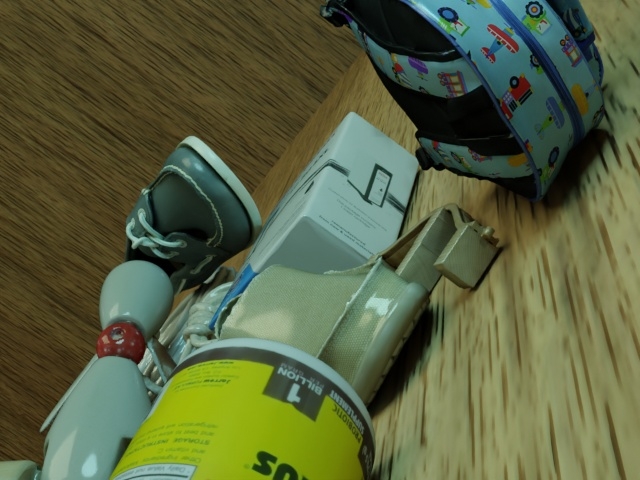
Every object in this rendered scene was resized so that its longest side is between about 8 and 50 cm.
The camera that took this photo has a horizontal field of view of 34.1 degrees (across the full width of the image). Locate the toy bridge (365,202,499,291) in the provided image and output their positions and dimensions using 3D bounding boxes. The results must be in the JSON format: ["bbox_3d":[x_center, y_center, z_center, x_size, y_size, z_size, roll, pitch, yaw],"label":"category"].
[{"bbox_3d":[0.072,0.006,0.678,0.063,0.026,0.188,-55,8,-15],"label":"toy bridge"}]

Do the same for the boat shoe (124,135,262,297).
[{"bbox_3d":[-0.142,-0.005,1.055,0.099,0.116,0.319,-41,-2,-20],"label":"boat shoe"}]

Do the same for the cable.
[{"bbox_3d":[-0.155,0.147,1.174,0.257,0.089,0.257,-55,7,-13],"label":"cable"}]

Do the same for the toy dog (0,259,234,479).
[{"bbox_3d":[-0.175,0.179,0.946,0.334,0.220,0.161,-56,-31,-44],"label":"toy dog"}]

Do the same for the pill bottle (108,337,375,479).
[{"bbox_3d":[-0.053,0.151,0.469,0.117,0.117,0.215,-48,11,38],"label":"pill bottle"}]

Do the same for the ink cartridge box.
[{"bbox_3d":[0.000,0.000,0.902,0.148,0.086,0.203,-50,10,30],"label":"ink cartridge box"}]

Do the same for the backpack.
[{"bbox_3d":[0.095,-0.107,0.596,0.117,0.158,0.173,-36,22,-2],"label":"backpack"}]

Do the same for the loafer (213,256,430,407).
[{"bbox_3d":[-0.016,0.064,0.701,0.102,0.092,0.268,-57,9,-22],"label":"loafer"}]
